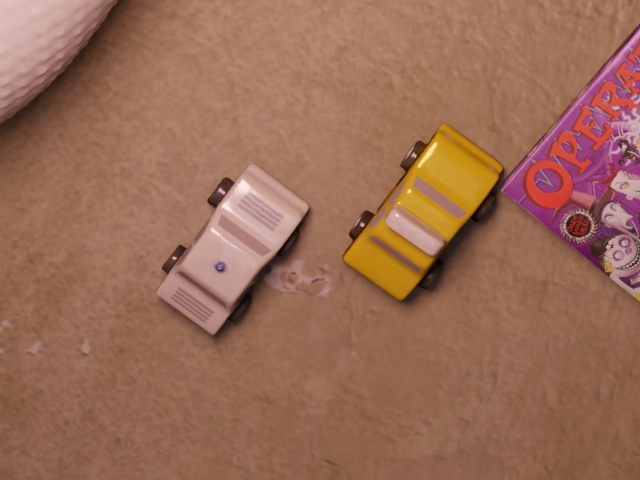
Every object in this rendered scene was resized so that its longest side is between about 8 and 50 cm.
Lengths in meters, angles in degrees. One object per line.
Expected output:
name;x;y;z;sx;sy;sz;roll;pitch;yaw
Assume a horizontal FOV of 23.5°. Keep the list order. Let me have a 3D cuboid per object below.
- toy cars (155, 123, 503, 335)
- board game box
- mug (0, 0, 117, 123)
toy cars;0.000;0.000;1.593;0.394;0.087;0.176;-11;105;13
board game box;0.367;-0.118;1.519;0.208;0.056;0.347;39;109;1
mug;-0.367;-0.296;1.491;0.374;0.276;0.328;51;119;24
